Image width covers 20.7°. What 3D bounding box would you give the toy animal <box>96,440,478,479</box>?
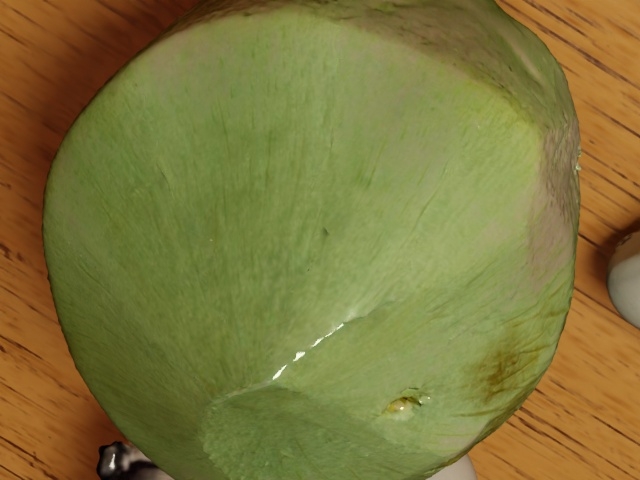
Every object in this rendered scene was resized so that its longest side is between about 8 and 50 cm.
[{"bbox_3d":[-0.011,0.180,1.123,0.235,0.187,0.165,-10,93,23],"label":"toy animal"}]

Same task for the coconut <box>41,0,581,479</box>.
[{"bbox_3d":[0.000,0.000,0.946,0.281,0.328,0.328,32,120,-2],"label":"coconut"}]

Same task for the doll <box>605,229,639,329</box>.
[{"bbox_3d":[0.252,0.051,1.039,0.110,0.107,0.180,-37,111,6],"label":"doll"}]
